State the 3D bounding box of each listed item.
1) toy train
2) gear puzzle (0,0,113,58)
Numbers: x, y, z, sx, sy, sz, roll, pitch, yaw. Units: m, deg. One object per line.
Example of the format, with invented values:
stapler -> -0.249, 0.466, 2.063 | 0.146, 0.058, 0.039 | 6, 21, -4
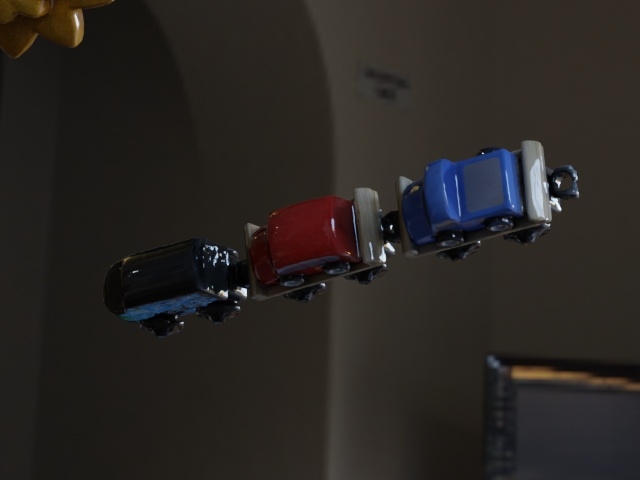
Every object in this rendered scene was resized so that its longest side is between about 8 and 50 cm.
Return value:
toy train -> 0.000, 0.000, 0.469 | 0.158, 0.027, 0.036 | -16, -23, 29
gear puzzle -> -0.062, -0.199, 0.552 | 0.175, 0.044, 0.339 | 35, -60, -7
